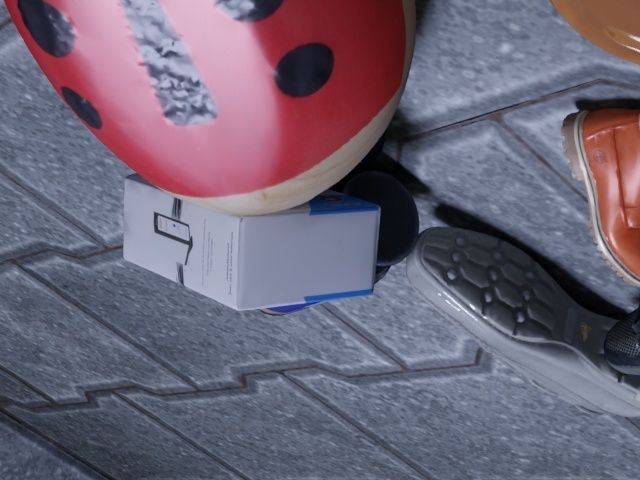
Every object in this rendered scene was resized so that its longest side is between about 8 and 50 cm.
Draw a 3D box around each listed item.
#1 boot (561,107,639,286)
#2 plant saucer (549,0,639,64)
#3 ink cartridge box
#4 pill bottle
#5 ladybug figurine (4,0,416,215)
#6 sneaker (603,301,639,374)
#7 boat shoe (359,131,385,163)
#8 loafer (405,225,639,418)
[{"bbox_3d":[0.258,-0.035,1.117,0.084,0.059,0.158,-10,113,36],"label":"boot"},{"bbox_3d":[0.232,-0.177,0.937,0.200,0.037,0.200,21,155,10],"label":"plant saucer"},{"bbox_3d":[-0.066,-0.007,1.241,0.148,0.086,0.203,-6,-165,-34],"label":"ink cartridge box"},{"bbox_3d":[0.000,0.000,1.386,0.122,0.123,0.219,35,153,-19],"label":"pill bottle"},{"bbox_3d":[-0.096,-0.180,0.999,0.305,0.162,0.449,-9,133,21],"label":"ladybug figurine"},{"bbox_3d":[0.313,0.048,1.243,0.130,0.087,0.227,35,150,-15],"label":"sneaker"},{"bbox_3d":[-0.068,-0.104,1.270,0.258,0.109,0.089,17,157,21],"label":"boat shoe"},{"bbox_3d":[0.209,0.093,1.388,0.319,0.112,0.111,32,145,-16],"label":"loafer"}]
